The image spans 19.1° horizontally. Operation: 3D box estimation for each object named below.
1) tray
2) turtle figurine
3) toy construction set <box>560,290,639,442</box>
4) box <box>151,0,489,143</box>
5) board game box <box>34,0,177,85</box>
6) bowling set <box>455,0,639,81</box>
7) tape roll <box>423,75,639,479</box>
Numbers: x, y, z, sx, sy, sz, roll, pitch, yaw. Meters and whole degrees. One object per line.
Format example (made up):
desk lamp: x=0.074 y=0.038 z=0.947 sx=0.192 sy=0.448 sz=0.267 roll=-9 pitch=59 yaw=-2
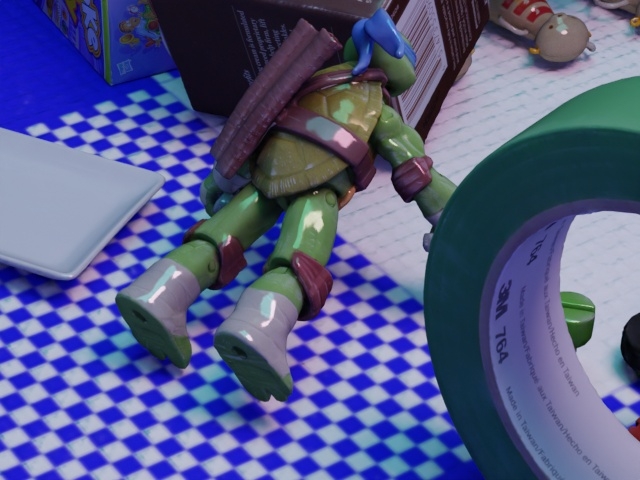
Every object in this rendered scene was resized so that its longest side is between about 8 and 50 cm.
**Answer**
tray: x=-0.264 y=-0.036 z=1.412 sx=0.270 sy=0.030 sz=0.145 roll=16 pitch=39 yaw=18
turtle figurine: x=0.000 y=0.000 z=1.318 sx=0.197 sy=0.275 sz=0.266 roll=35 pitch=64 yaw=6
toy construction set: x=0.317 y=0.054 z=1.143 sx=0.257 sy=0.237 sz=0.309 roll=-11 pitch=38 yaw=-17
box: x=0.001 y=-0.192 z=1.475 sx=0.203 sy=0.168 sz=0.167 roll=16 pitch=60 yaw=23
board game box: x=-0.194 y=-0.337 z=1.559 sx=0.078 sy=0.347 sz=0.233 roll=-18 pitch=40 yaw=-25
bowling set: x=0.177 y=-0.252 z=1.601 sx=0.287 sy=0.200 sz=0.154 roll=-23 pitch=44 yaw=-24
tape roll: x=0.204 y=0.070 z=1.044 sx=0.321 sy=0.321 sz=0.077 roll=27 pitch=42 yaw=30
